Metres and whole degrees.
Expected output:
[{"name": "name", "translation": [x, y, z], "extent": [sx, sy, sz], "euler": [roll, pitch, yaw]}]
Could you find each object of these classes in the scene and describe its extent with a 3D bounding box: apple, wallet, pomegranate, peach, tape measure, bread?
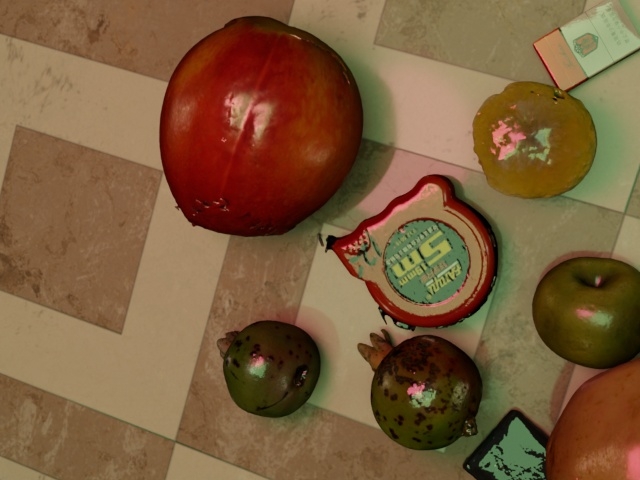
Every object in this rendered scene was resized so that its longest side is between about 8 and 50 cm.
[{"name": "apple", "translation": [0.442, 0.117, 1.473], "extent": [0.196, 0.196, 0.157], "euler": [6, 119, 15]}, {"name": "wallet", "translation": [0.399, 0.435, 1.583], "extent": [0.285, 0.030, 0.146], "euler": [40, 99, 11]}, {"name": "pomegranate", "translation": [0.537, 0.357, 1.373], "extent": [0.411, 0.411, 0.412], "euler": [1, 94, 15]}, {"name": "pomegranate", "translation": [-0.095, 0.228, 1.648], "extent": [0.179, 0.210, 0.180], "euler": [0, 91, -19]}, {"name": "peach", "translation": [-0.106, -0.178, 1.524], "extent": [0.369, 0.370, 0.370], "euler": [1, 94, 15]}, {"name": "pomegranate", "translation": [0.174, 0.243, 1.567], "extent": [0.198, 0.246, 0.198], "euler": [-7, 120, -12]}, {"name": "tape measure", "translation": [0.176, 0.029, 1.577], "extent": [0.253, 0.114, 0.260], "euler": [-37, 87, 14]}, {"name": "bread", "translation": [0.350, -0.161, 1.485], "extent": [0.197, 0.170, 0.197], "euler": [1, 94, 17]}]

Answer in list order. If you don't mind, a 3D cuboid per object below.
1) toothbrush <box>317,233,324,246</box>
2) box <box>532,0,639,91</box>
[{"name": "toothbrush", "translation": [0.000, 0.000, 1.633], "extent": [0.006, 0.097, 0.008], "euler": [3, 101, -5]}, {"name": "box", "translation": [0.444, -0.323, 1.516], "extent": [0.152, 0.048, 0.100], "euler": [-30, 83, 17]}]
